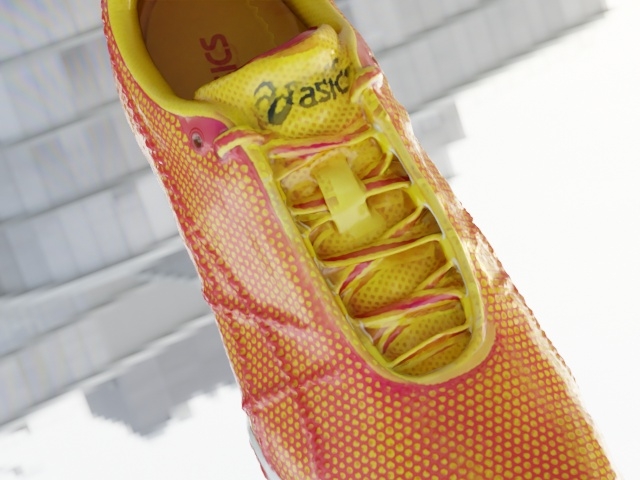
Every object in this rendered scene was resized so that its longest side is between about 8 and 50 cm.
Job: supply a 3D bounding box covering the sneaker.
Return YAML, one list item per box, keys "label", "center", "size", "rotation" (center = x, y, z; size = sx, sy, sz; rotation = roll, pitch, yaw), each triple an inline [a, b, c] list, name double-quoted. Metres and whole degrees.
- label: "sneaker"
  center: [0.000, 0.000, 0.362]
  size: [0.064, 0.175, 0.067]
  rotation: [-30, 156, -12]
